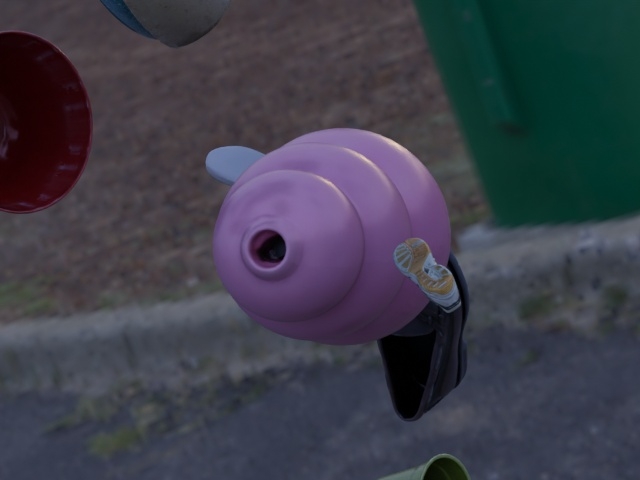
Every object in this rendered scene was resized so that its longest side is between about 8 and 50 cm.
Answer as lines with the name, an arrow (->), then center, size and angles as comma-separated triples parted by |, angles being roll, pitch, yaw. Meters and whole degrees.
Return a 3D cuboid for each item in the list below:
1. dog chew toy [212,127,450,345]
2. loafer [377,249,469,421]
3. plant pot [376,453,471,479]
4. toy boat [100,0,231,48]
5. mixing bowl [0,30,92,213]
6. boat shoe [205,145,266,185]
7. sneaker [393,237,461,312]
dog chew toy -> 0.000, 0.000, 1.623 | 0.207, 0.206, 0.332 | -17, -2, 14
loafer -> 0.110, 0.098, 2.080 | 0.109, 0.302, 0.095 | 19, 56, 27
plant pot -> 0.089, 0.246, 1.698 | 0.079, 0.083, 0.083 | -12, 17, 40
toy boat -> -0.127, -0.271, 1.319 | 0.148, 0.267, 0.318 | -12, 5, 19
mixing bowl -> -0.329, -0.114, 1.802 | 0.098, 0.181, 0.181 | -3, 23, 46
boat shoe -> -0.053, -0.062, 1.908 | 0.142, 0.040, 0.049 | 12, 54, -4
sneaker -> 0.085, 0.030, 1.444 | 0.032, 0.037, 0.083 | -32, 37, -2
